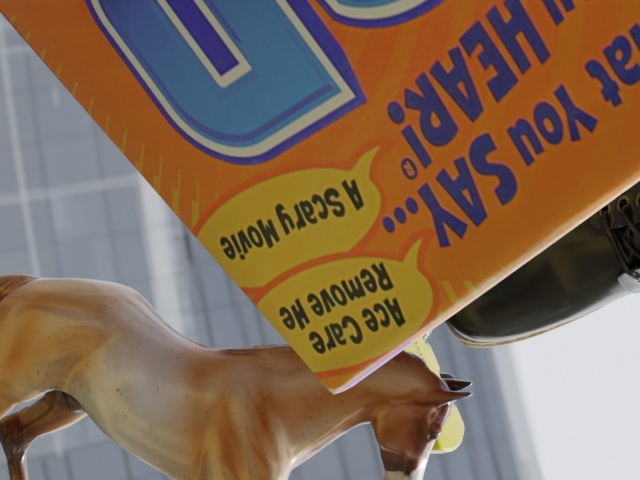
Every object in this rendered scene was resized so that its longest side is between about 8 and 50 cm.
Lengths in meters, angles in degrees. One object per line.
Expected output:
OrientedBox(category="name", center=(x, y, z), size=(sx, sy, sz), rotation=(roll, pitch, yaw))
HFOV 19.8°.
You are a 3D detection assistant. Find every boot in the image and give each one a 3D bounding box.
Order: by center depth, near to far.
OrientedBox(category="boot", center=(0.128, -0.004, 0.704), size=(0.077, 0.198, 0.137), rotation=(51, 16, -14))

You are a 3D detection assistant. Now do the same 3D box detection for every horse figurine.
OrientedBox(category="horse figurine", center=(-0.085, 0.086, 0.813), size=(0.263, 0.066, 0.174), rotation=(26, -78, 19))

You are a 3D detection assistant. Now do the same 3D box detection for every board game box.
OrientedBox(category="board game box", center=(0.075, -0.241, 0.567), size=(0.356, 0.356, 0.356), rotation=(49, -38, 0))

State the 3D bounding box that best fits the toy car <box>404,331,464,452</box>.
OrientedBox(category="toy car", center=(0.000, 0.000, 1.074), size=(0.053, 0.225, 0.239), rotation=(-22, -120, 24))
